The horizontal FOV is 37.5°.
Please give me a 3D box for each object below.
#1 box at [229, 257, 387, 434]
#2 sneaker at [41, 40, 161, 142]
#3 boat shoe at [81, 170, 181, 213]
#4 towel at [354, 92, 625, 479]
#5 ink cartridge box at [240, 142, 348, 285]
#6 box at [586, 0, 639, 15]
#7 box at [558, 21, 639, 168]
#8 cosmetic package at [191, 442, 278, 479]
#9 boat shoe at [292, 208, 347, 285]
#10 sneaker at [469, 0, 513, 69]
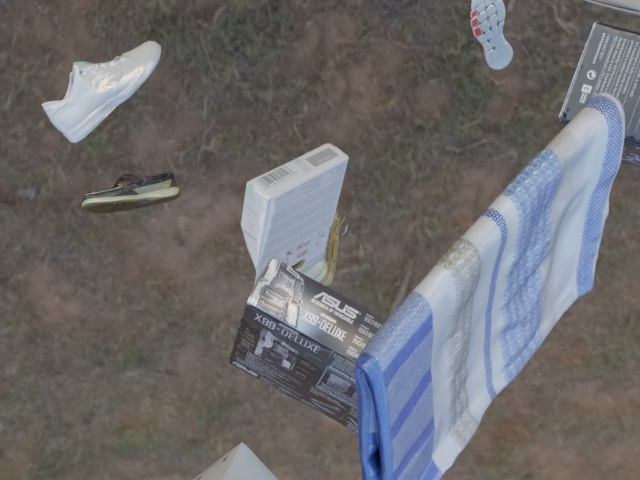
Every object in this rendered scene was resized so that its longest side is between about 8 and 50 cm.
[{"bbox_3d":[0.035,0.168,1.247,0.307,0.076,0.242,28,153,4],"label":"box"},{"bbox_3d":[-0.345,-0.257,1.493,0.212,0.080,0.094,-47,112,-12],"label":"sneaker"},{"bbox_3d":[-0.278,-0.072,1.372,0.152,0.049,0.056,-9,169,-38],"label":"boat shoe"},{"bbox_3d":[0.122,0.049,0.651,0.285,0.034,0.209,-44,147,-29],"label":"towel"},{"bbox_3d":[-0.050,-0.028,1.498,0.181,0.056,0.225,-30,148,-39],"label":"ink cartridge box"},{"bbox_3d":[0.411,-0.261,0.898,0.311,0.121,0.148,5,111,-24],"label":"box"},{"bbox_3d":[0.708,-0.251,1.890,0.395,0.293,0.212,20,92,19],"label":"box"},{"bbox_3d":[-0.230,0.438,1.126,0.377,0.284,0.097,-39,95,19],"label":"cosmetic package"},{"bbox_3d":[0.000,0.000,2.090,0.089,0.285,0.104,36,124,-13],"label":"boat shoe"},{"bbox_3d":[0.270,-0.355,1.555,0.061,0.065,0.158,-24,132,0],"label":"sneaker"}]
